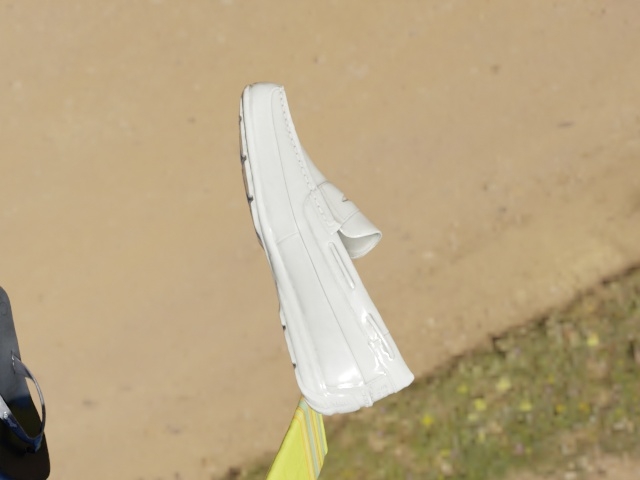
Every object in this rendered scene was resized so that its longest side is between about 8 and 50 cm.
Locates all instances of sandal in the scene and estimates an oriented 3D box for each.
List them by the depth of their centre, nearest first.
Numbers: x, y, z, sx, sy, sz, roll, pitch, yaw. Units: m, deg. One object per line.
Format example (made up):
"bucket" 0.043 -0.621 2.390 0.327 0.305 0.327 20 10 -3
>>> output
"sandal" -0.370 0.175 1.795 0.054 0.254 0.097 -7 -167 33

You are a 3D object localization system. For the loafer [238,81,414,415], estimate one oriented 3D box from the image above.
"loafer" 0.000 0.000 1.407 0.111 0.319 0.112 -16 171 -2

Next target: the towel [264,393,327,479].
"towel" -0.033 0.254 1.678 0.021 0.237 0.102 -3 115 15
